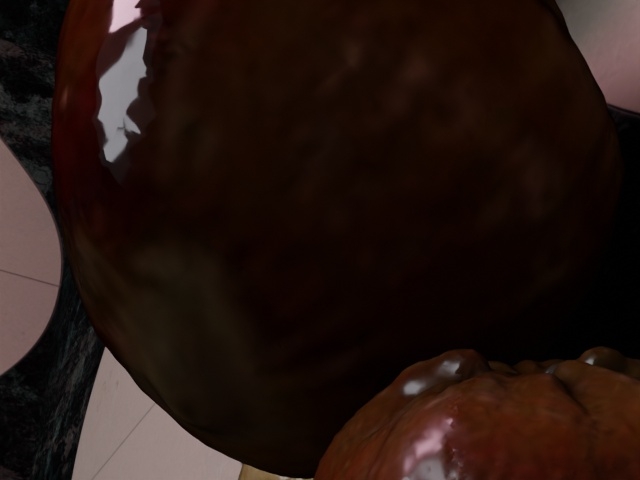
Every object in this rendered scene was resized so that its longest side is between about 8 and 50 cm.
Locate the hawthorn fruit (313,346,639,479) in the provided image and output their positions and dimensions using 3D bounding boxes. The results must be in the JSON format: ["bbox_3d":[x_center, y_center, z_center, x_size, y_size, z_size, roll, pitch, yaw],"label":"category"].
[{"bbox_3d":[0.111,0.179,0.623,0.258,0.258,0.262,-41,38,53],"label":"hawthorn fruit"}]

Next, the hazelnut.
[{"bbox_3d":[-0.001,-0.048,0.809,0.352,0.421,0.421,13,85,37],"label":"hazelnut"}]

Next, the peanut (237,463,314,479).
[{"bbox_3d":[0.017,0.166,1.034,0.137,0.122,0.253,37,104,58],"label":"peanut"}]
